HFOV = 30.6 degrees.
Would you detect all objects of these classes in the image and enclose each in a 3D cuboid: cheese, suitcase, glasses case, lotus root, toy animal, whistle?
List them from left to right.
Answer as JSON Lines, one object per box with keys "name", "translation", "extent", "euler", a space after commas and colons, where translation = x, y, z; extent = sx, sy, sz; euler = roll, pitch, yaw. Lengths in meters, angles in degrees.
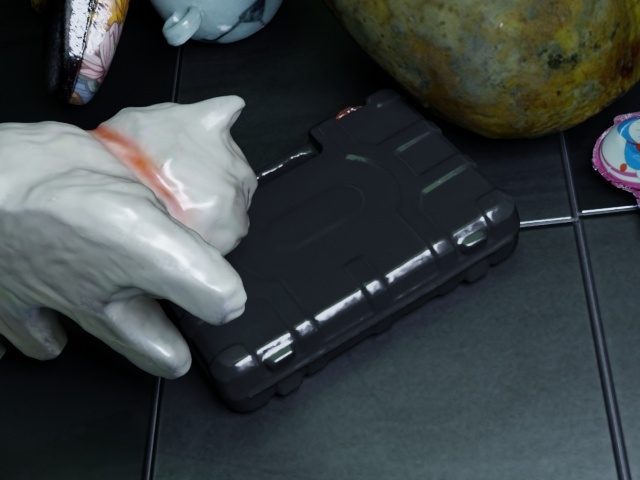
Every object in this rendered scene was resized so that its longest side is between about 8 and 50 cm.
{"name": "toy animal", "translation": [-0.192, -0.011, 0.919], "extent": [0.266, 0.308, 0.188], "euler": [23, 57, -8]}
{"name": "glasses case", "translation": [-0.222, -0.295, 1.170], "extent": [0.082, 0.122, 0.321], "euler": [11, 88, -16]}
{"name": "whistle", "translation": [-0.096, -0.302, 1.206], "extent": [0.163, 0.163, 0.290], "euler": [8, 53, 19]}
{"name": "suitcase", "translation": [0.000, 0.000, 0.982], "extent": [0.285, 0.066, 0.206], "euler": [-30, 51, -13]}
{"name": "lotus root", "translation": [0.129, -0.243, 1.006], "extent": [0.250, 0.250, 0.346], "euler": [-42, 95, -22]}
{"name": "cheese", "translation": [0.281, -0.059, 0.985], "extent": [0.095, 0.038, 0.145], "euler": [-11, 47, 4]}

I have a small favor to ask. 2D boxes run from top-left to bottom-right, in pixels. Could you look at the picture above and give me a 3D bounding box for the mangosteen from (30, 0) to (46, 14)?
{"name": "mangosteen", "translation": [-0.294, -0.369, 1.300], "extent": [0.194, 0.194, 0.231], "euler": [6, 77, 18]}
